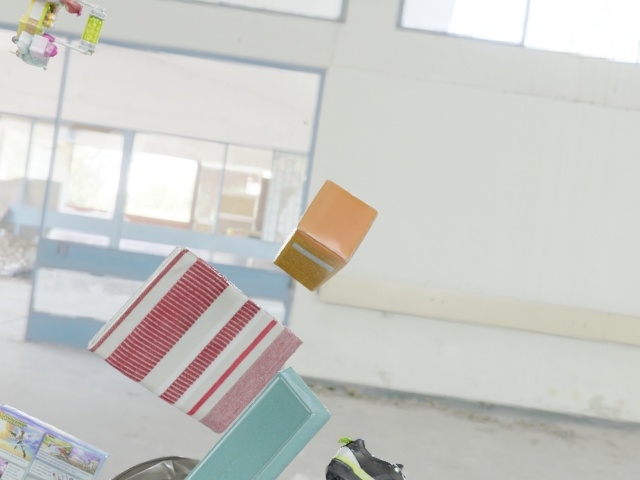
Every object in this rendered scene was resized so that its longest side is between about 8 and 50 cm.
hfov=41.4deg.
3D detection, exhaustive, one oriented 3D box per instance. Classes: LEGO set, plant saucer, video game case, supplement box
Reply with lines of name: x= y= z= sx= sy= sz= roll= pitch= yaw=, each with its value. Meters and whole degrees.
LEGO set: x=-0.339 y=-0.368 z=1.188 sx=0.107 sy=0.287 sz=0.132 roll=19 pitch=-5 yaw=-19
plant saucer: x=-0.074 y=0.197 z=0.727 sx=0.067 sy=0.192 sz=0.018 roll=44 pitch=5 yaw=38
video game case: x=-0.621 y=0.517 z=1.811 sx=0.270 sy=0.244 sz=0.061 roll=24 pitch=-6 yaw=5
supplement box: x=0.000 y=0.000 z=1.080 sx=0.080 sy=0.078 sz=0.233 roll=32 pitch=-16 yaw=-1

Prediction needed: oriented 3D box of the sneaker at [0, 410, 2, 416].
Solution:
sneaker: x=-0.570 y=0.240 z=1.382 sx=0.175 sy=0.064 sz=0.067 roll=45 pitch=-16 yaw=46

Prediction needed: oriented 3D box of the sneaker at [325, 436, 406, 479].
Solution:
sneaker: x=0.117 y=0.386 z=1.301 sx=0.235 sy=0.084 sz=0.097 roll=37 pitch=50 yaw=9

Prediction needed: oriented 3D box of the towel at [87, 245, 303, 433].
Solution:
towel: x=-0.211 y=0.181 z=1.487 sx=0.329 sy=0.237 sz=0.037 roll=43 pitch=-2 yaw=-35

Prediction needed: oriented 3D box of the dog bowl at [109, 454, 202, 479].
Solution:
dog bowl: x=-0.255 y=0.542 z=1.470 sx=0.349 sy=0.348 sz=0.102 roll=8 pitch=-9 yaw=-11
